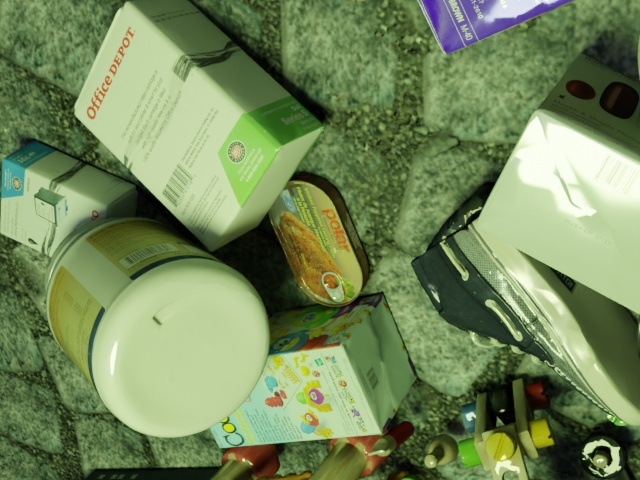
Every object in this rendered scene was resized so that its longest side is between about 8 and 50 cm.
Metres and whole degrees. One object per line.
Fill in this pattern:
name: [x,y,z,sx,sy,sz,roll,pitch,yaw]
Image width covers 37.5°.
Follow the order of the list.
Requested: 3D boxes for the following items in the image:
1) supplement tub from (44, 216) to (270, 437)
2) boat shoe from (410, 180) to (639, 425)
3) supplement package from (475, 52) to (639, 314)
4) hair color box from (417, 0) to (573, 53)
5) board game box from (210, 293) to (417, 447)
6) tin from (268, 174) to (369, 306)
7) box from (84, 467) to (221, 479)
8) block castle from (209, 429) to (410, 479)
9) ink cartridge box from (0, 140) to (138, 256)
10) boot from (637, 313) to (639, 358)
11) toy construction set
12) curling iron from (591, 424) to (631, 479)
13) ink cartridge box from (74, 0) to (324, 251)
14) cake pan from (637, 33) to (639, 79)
supplement tub: [-0.229,0.097,1.250,0.316,0.228,0.228,28,134,56]
boat shoe: [0.259,0.098,1.156,0.340,0.127,0.158,54,133,3]
supplement package: [0.301,-0.065,0.983,0.194,0.203,0.149,30,125,10]
hair color box: [0.269,-0.302,0.885,0.339,0.185,0.110,-20,105,35]
board game box: [-0.030,0.187,1.330,0.275,0.142,0.144,-12,110,32]
tin: [0.000,0.000,1.282,0.106,0.040,0.189,-11,109,36]
box: [-0.282,0.549,1.564,0.395,0.293,0.212,-9,111,32]
block castle: [0.043,0.485,1.405,0.303,0.213,0.453,-19,103,35]
ink cartridge box: [-0.384,-0.046,1.431,0.191,0.082,0.139,24,124,16]
boot: [0.410,0.109,0.909,0.223,0.118,0.338,1,123,1]
toy construction set: [0.205,0.303,1.158,0.309,0.237,0.257,9,95,22]
curling iron: [0.431,0.359,1.250,0.068,0.035,0.274,-31,95,16]
ink cartridge box: [-0.162,-0.155,1.217,0.273,0.115,0.198,45,127,10]
cake pan: [0.440,-0.162,0.859,0.293,0.054,0.293,-3,78,12]
